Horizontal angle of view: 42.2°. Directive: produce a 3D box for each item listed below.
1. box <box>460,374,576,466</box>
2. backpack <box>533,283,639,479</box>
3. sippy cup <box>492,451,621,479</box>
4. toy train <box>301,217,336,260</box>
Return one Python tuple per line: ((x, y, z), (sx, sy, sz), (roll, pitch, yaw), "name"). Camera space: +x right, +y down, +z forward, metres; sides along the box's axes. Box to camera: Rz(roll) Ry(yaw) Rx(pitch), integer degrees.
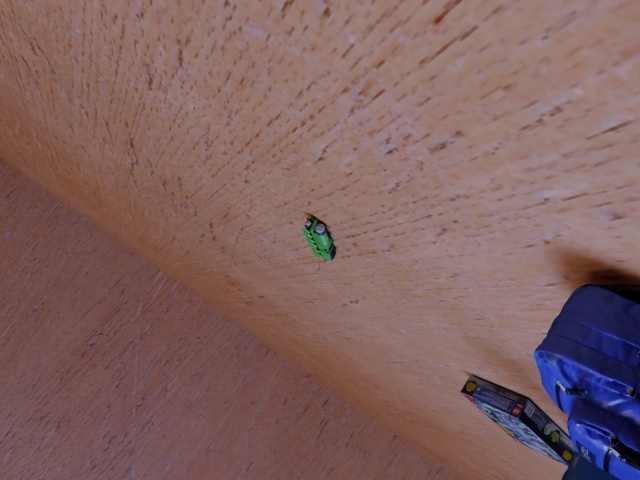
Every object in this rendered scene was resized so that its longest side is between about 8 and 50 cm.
((0.240, 0.216, 0.989), (0.137, 0.027, 0.094), (42, 166, -32), "box")
((0.185, 0.086, 0.489), (0.120, 0.101, 0.098), (31, 161, 32), "backpack")
((0.268, 0.286, 0.653), (0.306, 0.223, 0.240), (1, -163, 6), "sippy cup")
((0.000, 0.000, 0.821), (0.024, 0.017, 0.083), (20, 164, 16), "toy train")
